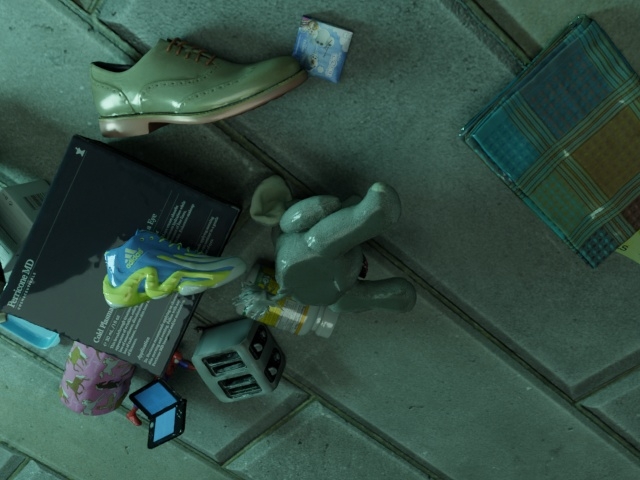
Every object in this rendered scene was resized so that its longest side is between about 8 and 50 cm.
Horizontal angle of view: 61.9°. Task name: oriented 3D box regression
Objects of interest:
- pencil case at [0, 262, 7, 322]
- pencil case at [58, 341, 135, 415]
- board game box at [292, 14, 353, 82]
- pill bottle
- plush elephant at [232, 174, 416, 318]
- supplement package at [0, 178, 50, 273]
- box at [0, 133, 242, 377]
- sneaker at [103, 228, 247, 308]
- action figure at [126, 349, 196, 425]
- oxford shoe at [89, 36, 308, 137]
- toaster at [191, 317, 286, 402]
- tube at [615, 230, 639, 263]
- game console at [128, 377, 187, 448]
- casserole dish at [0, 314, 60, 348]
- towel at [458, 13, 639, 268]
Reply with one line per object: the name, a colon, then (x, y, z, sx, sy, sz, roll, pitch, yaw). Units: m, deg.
pencil case: (-0.713, -0.031, 1.012, 0.160, 0.183, 0.410, -23, 82, 0)
pencil case: (-0.487, 0.248, 1.256, 0.160, 0.167, 0.386, 31, 121, -3)
board game box: (0.001, -0.328, 0.917, 0.090, 0.020, 0.090, 16, 122, -3)
pill bottle: (-0.067, 0.137, 1.156, 0.209, 0.117, 0.117, 21, 122, -4)
plush elephant: (0.000, 0.000, 1.003, 0.330, 0.255, 0.271, -19, 126, 10)
supplement package: (-0.633, -0.028, 1.128, 0.179, 0.105, 0.105, -40, 90, 27)
box: (-0.361, 0.025, 1.015, 0.313, 0.179, 0.343, 26, 91, -8)
sneaker: (-0.250, 0.032, 0.892, 0.240, 0.091, 0.126, -13, 92, -7)
action figure: (-0.387, 0.387, 1.373, 0.139, 0.091, 0.280, 30, 122, -3)
oxford shoe: (-0.221, -0.278, 0.915, 0.397, 0.140, 0.146, -8, 113, 11)
toaster: (-0.199, 0.280, 1.267, 0.186, 0.110, 0.168, -17, 117, 18)
tube: (0.534, -0.028, 1.006, 0.240, 0.062, 0.070, 19, 156, -8)
game console: (-0.401, 0.422, 1.296, 0.144, 0.124, 0.085, -33, 135, 30)
casserole dish: (-0.732, 0.197, 1.336, 0.188, 0.037, 0.114, 37, 119, -14)
towel: (0.457, -0.153, 0.911, 0.370, 0.040, 0.271, 41, 103, -15)
